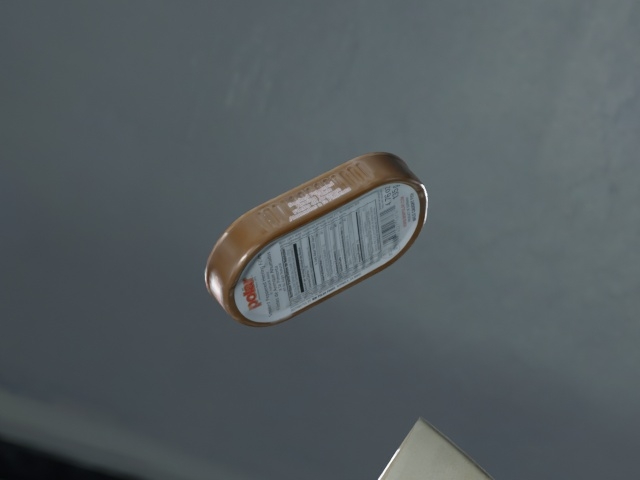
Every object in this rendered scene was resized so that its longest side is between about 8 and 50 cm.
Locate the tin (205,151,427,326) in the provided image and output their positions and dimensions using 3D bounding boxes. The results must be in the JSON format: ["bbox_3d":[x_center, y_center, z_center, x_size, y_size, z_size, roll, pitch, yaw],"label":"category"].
[{"bbox_3d":[0.000,0.000,1.415,0.190,0.106,0.040,-28,-134,-17],"label":"tin"}]

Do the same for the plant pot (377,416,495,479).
[{"bbox_3d":[0.049,0.164,0.808,0.096,0.109,0.109,30,146,4],"label":"plant pot"}]
